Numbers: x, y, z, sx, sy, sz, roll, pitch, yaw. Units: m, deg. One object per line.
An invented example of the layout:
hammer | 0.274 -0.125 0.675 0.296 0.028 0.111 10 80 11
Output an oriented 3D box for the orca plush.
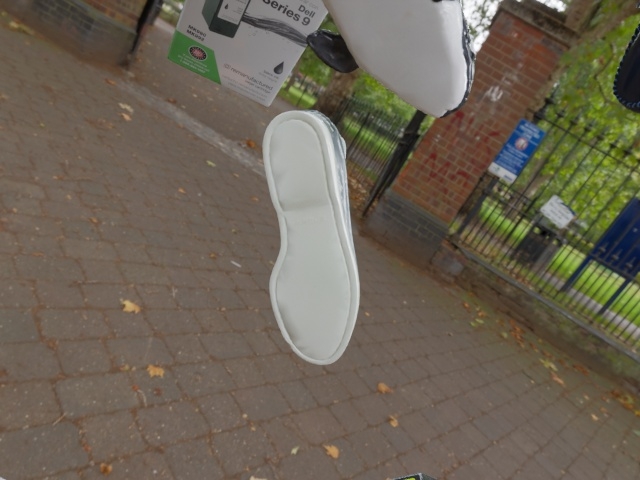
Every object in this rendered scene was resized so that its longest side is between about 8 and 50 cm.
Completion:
orca plush | 0.038 -0.241 0.396 0.287 0.151 0.102 38 52 0

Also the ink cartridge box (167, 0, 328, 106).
ink cartridge box | -0.116 -0.406 0.783 0.211 0.289 0.121 20 53 -22

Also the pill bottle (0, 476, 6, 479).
pill bottle | -0.454 0.272 0.481 0.193 0.108 0.108 39 13 -17

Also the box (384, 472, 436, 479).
box | 0.007 0.275 0.303 0.045 0.191 0.184 48 25 -45

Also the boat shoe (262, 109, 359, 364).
boat shoe | 0.000 0.000 0.573 0.116 0.319 0.099 1 17 21

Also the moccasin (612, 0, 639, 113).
moccasin | 0.403 -0.299 0.464 0.117 0.342 0.137 -1 38 -21
